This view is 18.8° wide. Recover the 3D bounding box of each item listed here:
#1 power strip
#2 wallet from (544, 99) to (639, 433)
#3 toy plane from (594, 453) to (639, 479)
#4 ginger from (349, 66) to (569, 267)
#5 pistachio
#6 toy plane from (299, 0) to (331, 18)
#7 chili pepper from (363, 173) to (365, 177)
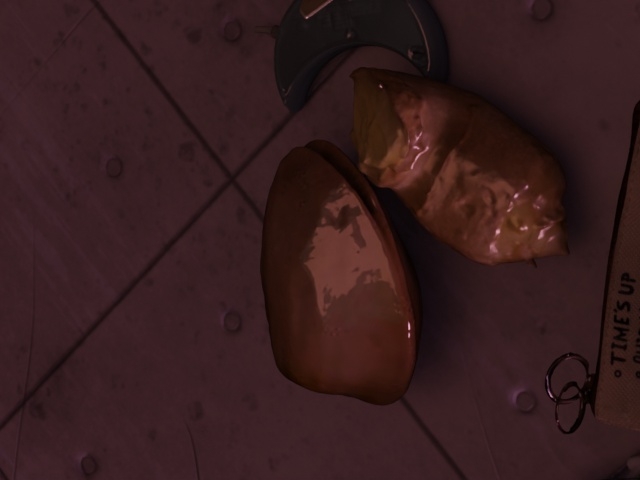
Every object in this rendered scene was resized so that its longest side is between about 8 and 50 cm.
[{"bbox_3d":[0.025,-0.204,1.961,0.216,0.044,0.137,-4,96,31],"label":"power strip"},{"bbox_3d":[0.354,0.034,1.743,0.275,0.068,0.335,11,89,38],"label":"wallet"},{"bbox_3d":[0.320,0.253,1.814,0.255,0.101,0.251,-21,43,51],"label":"toy plane"},{"bbox_3d":[0.130,-0.070,1.865,0.267,0.152,0.138,32,116,2],"label":"ginger"},{"bbox_3d":[0.021,0.035,1.917,0.213,0.163,0.260,22,130,40],"label":"pistachio"},{"bbox_3d":[-0.019,-0.313,1.909,0.256,0.242,0.104,53,161,45],"label":"toy plane"},{"bbox_3d":[0.000,0.000,2.020,0.045,0.027,0.178,46,116,17],"label":"chili pepper"}]
